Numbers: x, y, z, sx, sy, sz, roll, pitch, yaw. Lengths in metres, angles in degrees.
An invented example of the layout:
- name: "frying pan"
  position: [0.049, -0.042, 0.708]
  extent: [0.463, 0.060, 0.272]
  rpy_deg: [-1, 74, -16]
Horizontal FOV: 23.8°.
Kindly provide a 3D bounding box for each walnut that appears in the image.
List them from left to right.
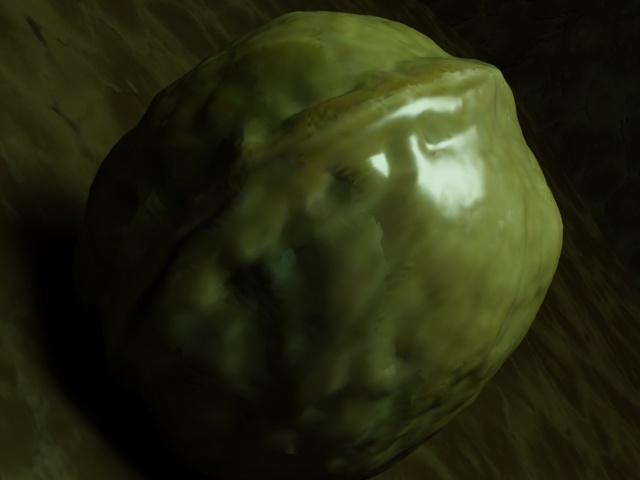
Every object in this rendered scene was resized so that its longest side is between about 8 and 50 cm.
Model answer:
- name: "walnut"
  position: [0.002, 0.000, 1.053]
  extent: [0.306, 0.344, 0.306]
  rpy_deg: [36, 29, -23]
